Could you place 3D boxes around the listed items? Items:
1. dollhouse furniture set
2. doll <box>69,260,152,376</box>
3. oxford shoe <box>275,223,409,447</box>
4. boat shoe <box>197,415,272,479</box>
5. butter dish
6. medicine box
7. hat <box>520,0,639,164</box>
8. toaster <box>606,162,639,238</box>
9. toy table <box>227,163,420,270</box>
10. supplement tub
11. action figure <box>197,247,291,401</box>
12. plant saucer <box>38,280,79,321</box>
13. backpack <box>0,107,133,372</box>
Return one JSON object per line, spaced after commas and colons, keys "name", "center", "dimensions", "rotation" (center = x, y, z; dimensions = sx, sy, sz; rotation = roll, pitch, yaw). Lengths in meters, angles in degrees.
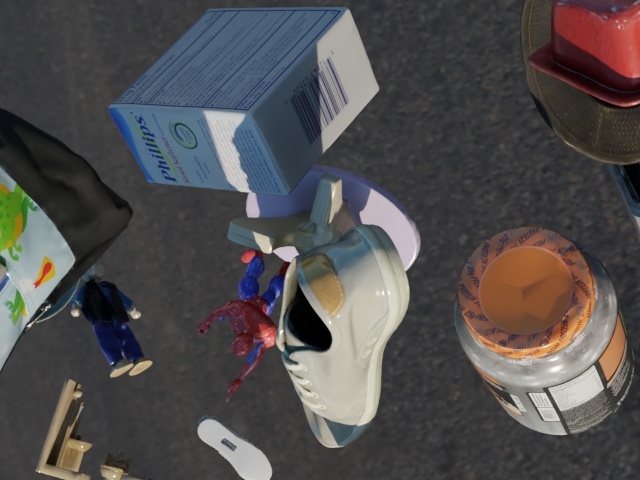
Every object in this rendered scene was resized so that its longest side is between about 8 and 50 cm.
{"name": "dollhouse furniture set", "center": [-0.268, 0.269, 1.642], "dimensions": [0.144, 0.151, 0.123], "rotation": [80, -156, -75]}
{"name": "doll", "center": [-0.314, 0.112, 1.855], "dimensions": [0.046, 0.129, 0.189], "rotation": [-40, 66, 31]}
{"name": "oxford shoe", "center": [0.004, 0.136, 1.574], "dimensions": [0.169, 0.130, 0.449], "rotation": [61, 159, 26]}
{"name": "boat shoe", "center": [-0.093, 0.224, 1.345], "dimensions": [0.100, 0.035, 0.035], "rotation": [39, -179, -10]}
{"name": "butter dish", "center": [0.268, -0.203, 1.053], "dimensions": [0.160, 0.160, 0.118], "rotation": [44, 158, 56]}
{"name": "medicine box", "center": [-0.111, -0.211, 1.824], "dimensions": [0.289, 0.263, 0.149], "rotation": [7, 135, 38]}
{"name": "hat", "center": [0.378, -0.269, 1.619], "dimensions": [0.134, 0.331, 0.331], "rotation": [-143, 42, -68]}
{"name": "toaster", "center": [0.507, -0.084, 1.766], "dimensions": [0.110, 0.168, 0.185], "rotation": [48, -158, -51]}
{"name": "toy table", "center": [0.000, 0.000, 1.847], "dimensions": [0.274, 0.161, 0.252], "rotation": [8, 113, 14]}
{"name": "supplement tub", "center": [0.275, 0.112, 1.524], "dimensions": [0.193, 0.193, 0.316], "rotation": [48, 178, 30]}
{"name": "action figure", "center": [-0.113, 0.113, 1.748], "dimensions": [0.091, 0.280, 0.139], "rotation": [39, 108, -10]}
{"name": "plant saucer", "center": [-0.442, -0.031, 1.619], "dimensions": [0.044, 0.317, 0.317], "rotation": [-29, 81, 30]}
{"name": "backpack", "center": [-0.333, 0.060, 0.749], "dimensions": [0.290, 0.355, 0.273], "rotation": [10, 156, 34]}
